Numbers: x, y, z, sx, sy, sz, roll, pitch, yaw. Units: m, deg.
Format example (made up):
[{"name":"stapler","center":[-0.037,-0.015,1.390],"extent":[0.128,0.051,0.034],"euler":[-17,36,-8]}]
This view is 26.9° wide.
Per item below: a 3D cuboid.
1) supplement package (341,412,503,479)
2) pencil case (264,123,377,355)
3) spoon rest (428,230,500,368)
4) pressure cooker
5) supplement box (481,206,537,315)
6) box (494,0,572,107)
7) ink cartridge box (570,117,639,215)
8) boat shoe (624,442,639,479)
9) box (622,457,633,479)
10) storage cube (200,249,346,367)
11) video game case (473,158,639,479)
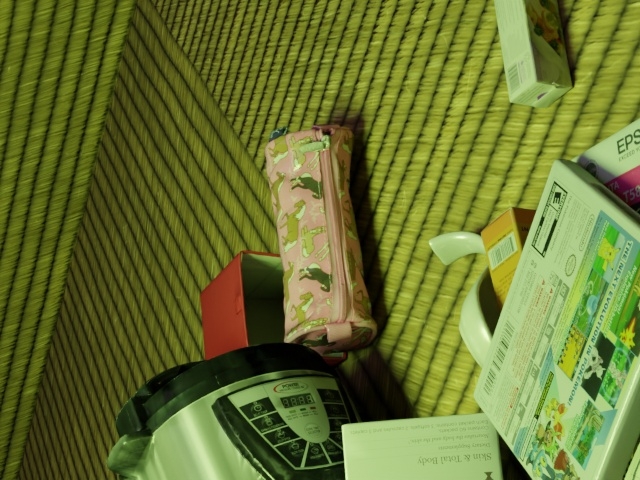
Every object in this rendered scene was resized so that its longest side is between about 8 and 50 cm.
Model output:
[{"name":"supplement package","center":[0.139,0.373,1.720],"extent":[0.198,0.199,0.263],"euler":[76,-170,-72]},{"name":"pencil case","center":[0.000,0.000,2.200],"extent":[0.160,0.167,0.386],"euler":[-15,67,21]},{"name":"spoon rest","center":[0.221,0.079,1.795],"extent":[0.084,0.137,0.276],"euler":[-32,39,12]},{"name":"pressure cooker","center":[-0.100,0.357,2.030],"extent":[0.420,0.375,0.370],"euler":[63,-175,33]},{"name":"supplement box","center":[0.276,0.077,1.713],"extent":[0.080,0.078,0.233],"euler":[-42,49,50]},{"name":"box","center":[0.274,-0.337,1.806],"extent":[0.067,0.063,0.324],"euler":[-38,52,54]},{"name":"ink cartridge box","center":[0.379,-0.033,1.514],"extent":[0.234,0.088,0.193],"euler":[-36,55,57]},{"name":"boat shoe","center":[0.419,0.116,1.250],"extent":[0.156,0.186,0.500],"euler":[16,87,63]},{"name":"box","center":[0.333,0.327,1.530],"extent":[0.275,0.094,0.113],"euler":[-42,48,53]},{"name":"storage cube","center":[-0.087,0.147,2.311],"extent":[0.193,0.183,0.215],"euler":[-43,48,54]},{"name":"video game case","center":[0.286,0.112,1.501],"extent":[0.300,0.036,0.329],"euler":[-123,46,-61]}]
